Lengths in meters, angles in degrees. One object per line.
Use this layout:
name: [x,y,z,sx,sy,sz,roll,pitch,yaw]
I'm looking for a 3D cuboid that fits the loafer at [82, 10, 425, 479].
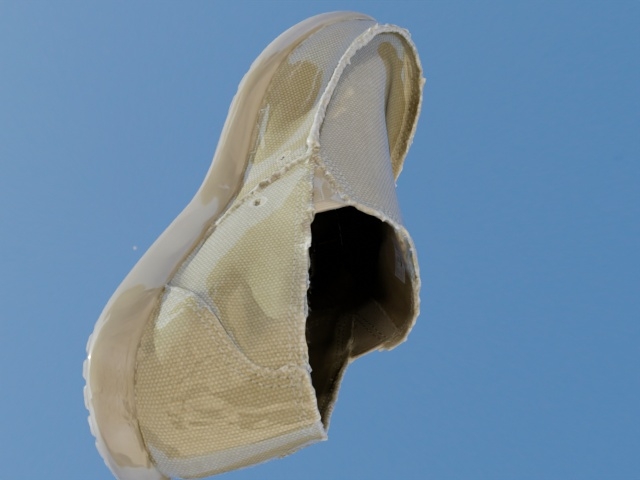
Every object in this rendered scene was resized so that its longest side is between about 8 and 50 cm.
loafer: [0.000,0.000,0.638,0.092,0.268,0.102,6,-47,21]
